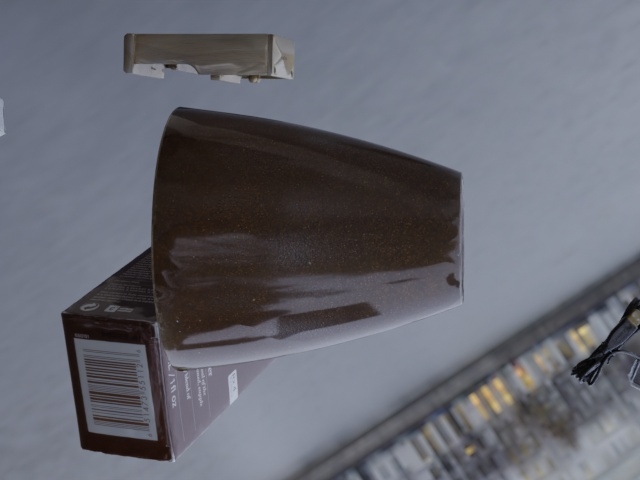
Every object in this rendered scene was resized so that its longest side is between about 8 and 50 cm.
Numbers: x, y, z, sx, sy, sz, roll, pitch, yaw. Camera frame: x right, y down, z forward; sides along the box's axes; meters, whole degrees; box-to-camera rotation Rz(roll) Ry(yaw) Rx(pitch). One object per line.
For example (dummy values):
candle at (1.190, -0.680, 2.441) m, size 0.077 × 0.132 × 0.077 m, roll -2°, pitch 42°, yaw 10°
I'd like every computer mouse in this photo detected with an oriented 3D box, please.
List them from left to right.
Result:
computer mouse at (0.344, 0.127, 1.563) m, size 0.193 × 0.042 × 0.106 m, roll 28°, pitch 101°, yaw -39°

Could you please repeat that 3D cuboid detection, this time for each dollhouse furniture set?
dollhouse furniture set at (-0.119, -0.098, 1.630) m, size 0.161 × 0.242 × 0.212 m, roll 2°, pitch -177°, yaw 12°

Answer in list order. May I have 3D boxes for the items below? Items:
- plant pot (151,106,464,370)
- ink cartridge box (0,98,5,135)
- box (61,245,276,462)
plant pot at (0.000, 0.000, 1.224) m, size 0.230 × 0.215 × 0.215 m, roll 1°, pitch 176°, yaw 7°
ink cartridge box at (-0.425, -0.134, 1.687) m, size 0.122 × 0.052 × 0.088 m, roll -21°, pitch 147°, yaw 20°
box at (-0.163, 0.107, 1.925) m, size 0.143 × 0.191 × 0.381 m, roll 4°, pitch -157°, yaw 22°
